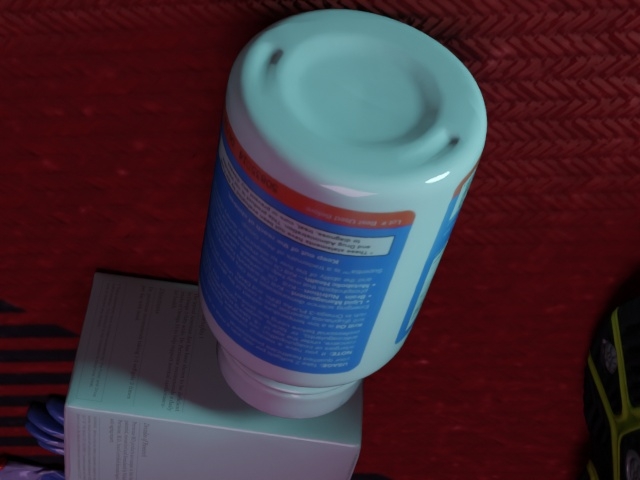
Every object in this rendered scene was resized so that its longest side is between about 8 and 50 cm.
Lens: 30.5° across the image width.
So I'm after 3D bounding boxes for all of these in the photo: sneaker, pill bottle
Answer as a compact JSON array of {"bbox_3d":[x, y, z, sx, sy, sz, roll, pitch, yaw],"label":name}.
[{"bbox_3d":[0.258,0.149,0.776,0.147,0.145,0.384,-7,144,-1],"label":"sneaker"},{"bbox_3d":[0.000,0.000,0.616,0.124,0.124,0.221,9,139,-6],"label":"pill bottle"}]

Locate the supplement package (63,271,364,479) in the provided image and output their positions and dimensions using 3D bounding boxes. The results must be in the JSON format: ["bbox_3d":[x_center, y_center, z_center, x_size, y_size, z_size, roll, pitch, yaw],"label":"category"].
[{"bbox_3d":[-0.066,0.101,0.759,0.179,0.105,0.105,9,140,-4],"label":"supplement package"}]

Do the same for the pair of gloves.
[{"bbox_3d":[-0.175,0.185,0.934,0.159,0.023,0.198,23,138,-21],"label":"pair of gloves"}]
